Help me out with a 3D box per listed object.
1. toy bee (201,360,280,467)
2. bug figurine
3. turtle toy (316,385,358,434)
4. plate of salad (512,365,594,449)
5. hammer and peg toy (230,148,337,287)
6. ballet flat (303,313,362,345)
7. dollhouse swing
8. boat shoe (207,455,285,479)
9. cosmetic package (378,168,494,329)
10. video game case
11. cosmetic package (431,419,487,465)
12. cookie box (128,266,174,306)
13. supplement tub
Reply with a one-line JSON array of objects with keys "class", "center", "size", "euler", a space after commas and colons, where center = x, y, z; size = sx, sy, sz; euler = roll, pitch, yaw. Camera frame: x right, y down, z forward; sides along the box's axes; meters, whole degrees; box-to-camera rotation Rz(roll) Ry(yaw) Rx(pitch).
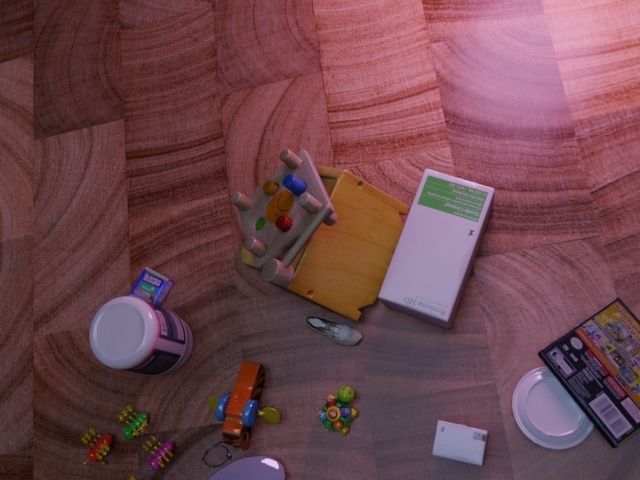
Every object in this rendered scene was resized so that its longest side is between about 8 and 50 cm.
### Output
[{"class": "toy bee", "center": [-0.225, 0.478, 1.885], "size": [0.195, 0.162, 0.298], "euler": [27, 58, 28]}, {"class": "bug figurine", "center": [-0.519, 0.597, 1.953], "size": [0.279, 0.072, 0.216], "euler": [39, 81, 26]}, {"class": "turtle toy", "center": [0.047, 0.440, 1.850], "size": [0.095, 0.066, 0.130], "euler": [28, 83, 20]}, {"class": "plate of salad", "center": [0.568, 0.407, 1.728], "size": [0.200, 0.048, 0.199], "euler": [-2, 70, 6]}, {"class": "hammer and peg toy", "center": [-0.076, -0.050, 1.801], "size": [0.266, 0.127, 0.361], "euler": [-40, 44, 16]}, {"class": "ballet flat", "center": [0.029, 0.242, 1.918], "size": [0.168, 0.052, 0.057], "euler": [16, 79, 18]}, {"class": "dollhouse swing", "center": [0.000, 0.000, 1.991], "size": [0.315, 0.305, 0.346], "euler": [28, 80, -22]}, {"class": "boat shoe", "center": [-0.258, 0.694, 1.829], "size": [0.367, 0.156, 0.136], "euler": [-27, 61, -25]}, {"class": "cosmetic package", "center": [0.306, 0.025, 1.853], "size": [0.197, 0.155, 0.365], "euler": [17, 79, 16]}, {"class": "video game case", "center": [0.710, 0.313, 1.706], "size": [0.248, 0.035, 0.274], "euler": [-33, 69, -7]}, {"class": "cosmetic package", "center": [0.334, 0.480, 1.674], "size": [0.118, 0.231, 0.085], "euler": [8, 77, 18]}, {"class": "cookie box", "center": [-0.500, 0.145, 2.091], "size": [0.092, 0.040, 0.107], "euler": [26, 82, 21]}, {"class": "supplement tub", "center": [-0.479, 0.265, 1.928], "size": [0.191, 0.272, 0.191], "euler": [-4, 73, 14]}]
